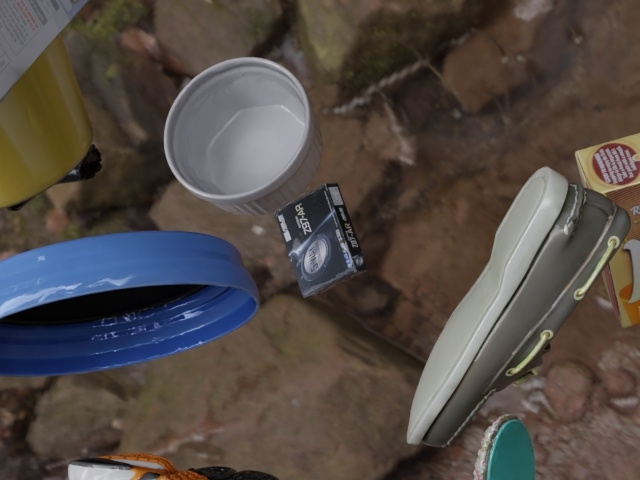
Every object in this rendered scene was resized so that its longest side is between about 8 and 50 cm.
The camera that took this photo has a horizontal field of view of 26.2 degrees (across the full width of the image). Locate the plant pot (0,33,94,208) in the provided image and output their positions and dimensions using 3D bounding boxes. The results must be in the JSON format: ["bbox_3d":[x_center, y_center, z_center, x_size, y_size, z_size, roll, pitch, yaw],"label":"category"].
[{"bbox_3d":[-0.369,-0.171,1.466,0.254,0.239,0.254,-18,34,13],"label":"plant pot"}]

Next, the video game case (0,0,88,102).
[{"bbox_3d":[-0.237,-0.264,0.918,0.061,0.269,0.244,4,46,36],"label":"video game case"}]

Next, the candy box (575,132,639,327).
[{"bbox_3d":[0.431,-0.041,1.378,0.317,0.183,0.087,-15,36,7],"label":"candy box"}]

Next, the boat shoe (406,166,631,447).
[{"bbox_3d":[0.171,0.079,1.248,0.091,0.109,0.305,22,117,-8],"label":"boat shoe"}]

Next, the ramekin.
[{"bbox_3d":[-0.094,-0.130,1.844,0.207,0.109,0.207,-7,68,17],"label":"ramekin"}]

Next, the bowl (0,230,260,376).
[{"bbox_3d":[-0.273,0.083,1.739,0.391,0.391,0.077,-19,72,21],"label":"bowl"}]

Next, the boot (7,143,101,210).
[{"bbox_3d":[-0.346,-0.083,1.791,0.099,0.045,0.121,-4,31,24],"label":"boot"}]

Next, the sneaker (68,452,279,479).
[{"bbox_3d":[-0.122,0.262,1.224,0.262,0.099,0.121,1,91,44],"label":"sneaker"}]

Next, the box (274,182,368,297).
[{"bbox_3d":[0.000,0.000,1.207,0.067,0.018,0.083,-27,77,38],"label":"box"}]

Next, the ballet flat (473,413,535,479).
[{"bbox_3d":[0.223,0.322,1.684,0.077,0.091,0.241,11,114,59],"label":"ballet flat"}]
